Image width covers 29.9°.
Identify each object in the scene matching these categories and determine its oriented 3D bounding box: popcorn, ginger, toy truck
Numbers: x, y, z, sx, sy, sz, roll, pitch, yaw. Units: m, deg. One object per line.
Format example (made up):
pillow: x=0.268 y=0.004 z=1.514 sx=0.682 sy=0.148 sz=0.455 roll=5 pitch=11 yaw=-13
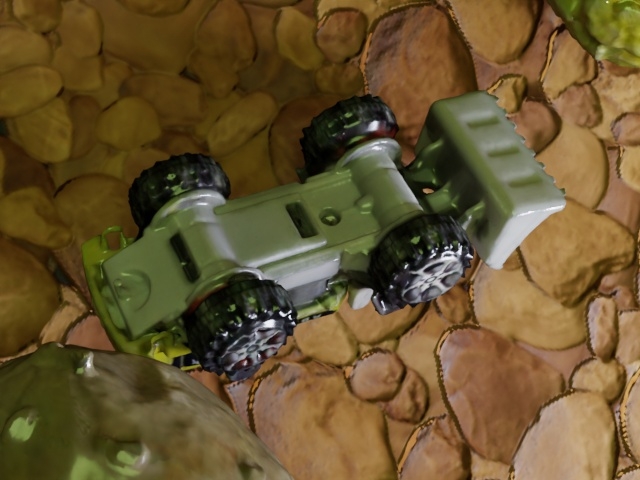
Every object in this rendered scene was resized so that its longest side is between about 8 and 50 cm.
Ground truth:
popcorn: x=0.206 y=-0.182 z=0.770 sx=0.162 sy=0.142 sz=0.135 roll=17 pitch=77 yaw=-47
ginger: x=-0.131 y=0.207 z=0.644 sx=0.245 sy=0.155 sz=0.304 roll=30 pitch=106 yaw=-21
toy truck: x=0.000 y=0.000 z=0.732 sx=0.286 sy=0.111 sz=0.136 roll=-18 pitch=58 yaw=-17
